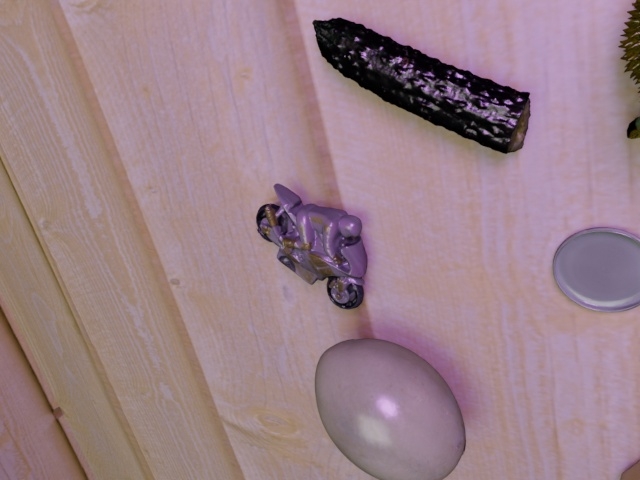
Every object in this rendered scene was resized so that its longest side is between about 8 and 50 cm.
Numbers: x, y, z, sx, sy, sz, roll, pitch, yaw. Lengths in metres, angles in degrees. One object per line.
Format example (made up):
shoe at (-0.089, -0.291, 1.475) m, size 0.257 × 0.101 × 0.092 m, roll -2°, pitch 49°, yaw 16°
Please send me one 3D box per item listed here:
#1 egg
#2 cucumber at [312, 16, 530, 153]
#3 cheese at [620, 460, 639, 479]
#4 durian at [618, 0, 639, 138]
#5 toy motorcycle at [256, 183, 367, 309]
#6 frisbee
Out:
egg at (0.101, 0.254, 0.731) m, size 0.253 × 0.186 × 0.187 m, roll 35°, pitch 129°, yaw 12°
cucumber at (0.106, -0.192, 0.570) m, size 0.300 × 0.072 × 0.072 m, roll 32°, pitch 128°, yaw 20°
cheese at (0.520, 0.333, 0.518) m, size 0.265 × 0.124 × 0.243 m, roll 36°, pitch 126°, yaw 14°
durian at (0.325, -0.150, 0.374) m, size 0.146 × 0.159 × 0.198 m, roll -11°, pitch 112°, yaw 27°
toy motorcycle at (0.000, 0.000, 0.745) m, size 0.225 × 0.073 × 0.152 m, roll 43°, pitch 130°, yaw 7°
frisbee at (0.332, 0.035, 0.563) m, size 0.110 × 0.014 × 0.110 m, roll 17°, pitch 123°, yaw 27°
